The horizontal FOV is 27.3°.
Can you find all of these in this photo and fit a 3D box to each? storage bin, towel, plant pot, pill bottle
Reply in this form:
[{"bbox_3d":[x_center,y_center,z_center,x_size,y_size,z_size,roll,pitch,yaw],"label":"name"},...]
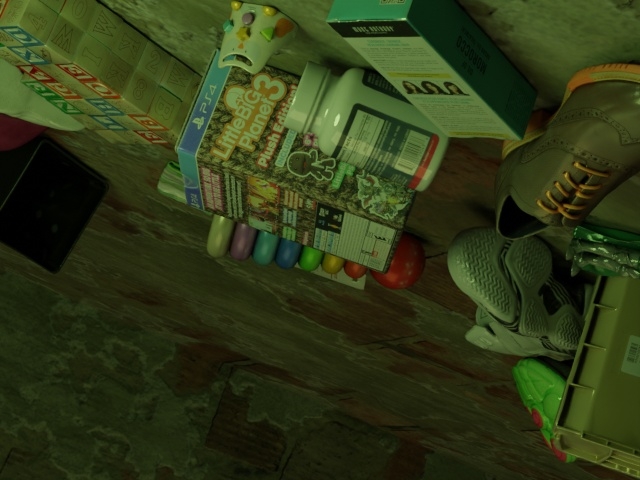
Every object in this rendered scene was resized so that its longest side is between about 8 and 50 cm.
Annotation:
[{"bbox_3d":[0.475,0.193,1.812,0.261,0.262,0.123,18,164,9],"label":"storage bin"},{"bbox_3d":[-0.211,-0.084,2.169,0.113,0.023,0.152,21,164,-8],"label":"towel"},{"bbox_3d":[-0.520,-0.082,2.303,0.167,0.188,0.187,25,171,37],"label":"plant pot"},{"bbox_3d":[0.055,-0.135,1.504,0.180,0.108,0.108,22,165,-4],"label":"pill bottle"}]

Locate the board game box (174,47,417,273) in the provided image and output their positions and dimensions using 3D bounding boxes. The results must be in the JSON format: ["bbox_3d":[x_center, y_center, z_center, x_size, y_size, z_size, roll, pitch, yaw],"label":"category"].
[{"bbox_3d":[-0.019,-0.093,1.675,0.291,0.141,0.232,19,165,2],"label":"board game box"}]

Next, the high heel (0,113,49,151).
[{"bbox_3d":[-0.539,-0.255,1.926,0.181,0.127,0.377,-13,153,6],"label":"high heel"}]

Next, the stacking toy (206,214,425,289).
[{"bbox_3d":[0.000,0.000,2.014,0.330,0.141,0.141,16,165,-2],"label":"stacking toy"}]

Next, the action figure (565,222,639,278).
[{"bbox_3d":[0.438,0.034,1.703,0.232,0.063,0.137,9,158,25],"label":"action figure"}]

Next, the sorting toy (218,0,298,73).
[{"bbox_3d":[-0.079,-0.218,1.447,0.083,0.075,0.045,12,163,25],"label":"sorting toy"}]

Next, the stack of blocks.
[{"bbox_3d":[-0.301,-0.227,1.671,0.171,0.087,0.297,5,159,44],"label":"stack of blocks"}]

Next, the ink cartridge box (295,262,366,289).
[{"bbox_3d":[-0.002,0.015,2.176,0.180,0.060,0.104,19,164,5],"label":"ink cartridge box"}]

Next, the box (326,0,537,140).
[{"bbox_3d":[0.118,-0.185,1.343,0.101,0.060,0.244,7,160,39],"label":"box"}]

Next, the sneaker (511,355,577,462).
[{"bbox_3d":[0.439,0.240,2.142,0.185,0.202,0.483,61,-170,10],"label":"sneaker"}]

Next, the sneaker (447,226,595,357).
[{"bbox_3d":[0.270,0.087,1.934,0.366,0.137,0.210,27,161,-36],"label":"sneaker"}]

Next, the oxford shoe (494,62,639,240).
[{"bbox_3d":[0.281,-0.079,1.364,0.130,0.132,0.364,23,164,-7],"label":"oxford shoe"}]

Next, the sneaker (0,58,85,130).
[{"bbox_3d":[-0.446,-0.210,1.937,0.212,0.080,0.094,25,168,-24],"label":"sneaker"}]
